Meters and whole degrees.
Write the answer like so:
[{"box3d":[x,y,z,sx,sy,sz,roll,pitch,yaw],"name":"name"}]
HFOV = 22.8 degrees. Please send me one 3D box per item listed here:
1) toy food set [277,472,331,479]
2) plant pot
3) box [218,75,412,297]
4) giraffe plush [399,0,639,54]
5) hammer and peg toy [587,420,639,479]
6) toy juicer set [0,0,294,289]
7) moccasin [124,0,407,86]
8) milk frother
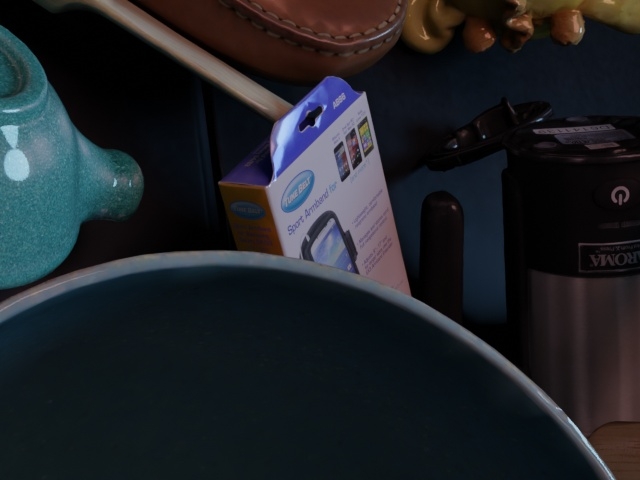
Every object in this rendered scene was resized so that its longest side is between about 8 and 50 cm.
[{"box3d":[0.057,0.145,0.627,0.232,0.111,0.104,48,45,-14],"name":"toy food set"},{"box3d":[-0.054,0.170,0.457,0.290,0.195,0.290,12,66,-29],"name":"plant pot"},{"box3d":[0.000,0.000,0.671,0.081,0.028,0.136,-47,131,-43],"name":"box"},{"box3d":[0.111,-0.184,0.831,0.210,0.181,0.170,-11,95,-52],"name":"giraffe plush"},{"box3d":[0.269,0.062,0.723,0.361,0.127,0.266,15,81,-48],"name":"hammer and peg toy"},{"box3d":[-0.172,-0.060,0.593,0.209,0.089,0.329,43,31,15],"name":"toy juicer set"},{"box3d":[-0.080,-0.239,0.703,0.139,0.147,0.380,-25,83,-43],"name":"moccasin"},{"box3d":[0.111,0.006,0.762,0.143,0.129,0.134,-57,145,-70],"name":"milk frother"}]
